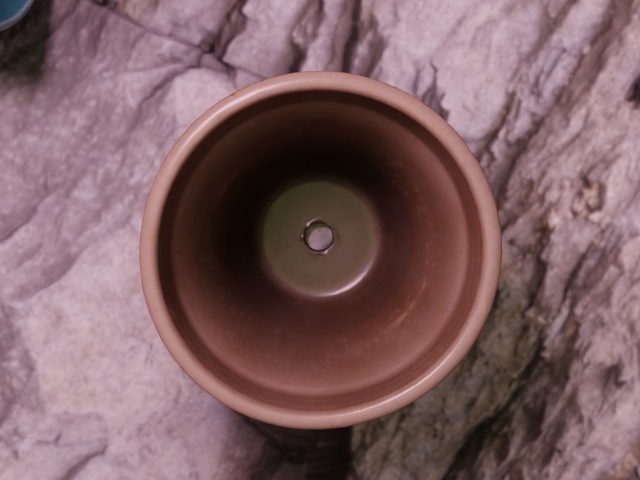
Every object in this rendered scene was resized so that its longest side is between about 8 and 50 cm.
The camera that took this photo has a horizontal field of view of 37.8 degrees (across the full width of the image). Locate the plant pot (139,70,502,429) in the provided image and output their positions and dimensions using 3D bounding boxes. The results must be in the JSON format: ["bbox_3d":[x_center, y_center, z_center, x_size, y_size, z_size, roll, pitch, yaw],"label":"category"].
[{"bbox_3d":[0.000,0.000,0.777,0.262,0.229,0.263,0,95,1],"label":"plant pot"}]

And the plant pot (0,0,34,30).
[{"bbox_3d":[-0.391,-0.306,0.747,0.255,0.271,0.272,2,94,8],"label":"plant pot"}]
